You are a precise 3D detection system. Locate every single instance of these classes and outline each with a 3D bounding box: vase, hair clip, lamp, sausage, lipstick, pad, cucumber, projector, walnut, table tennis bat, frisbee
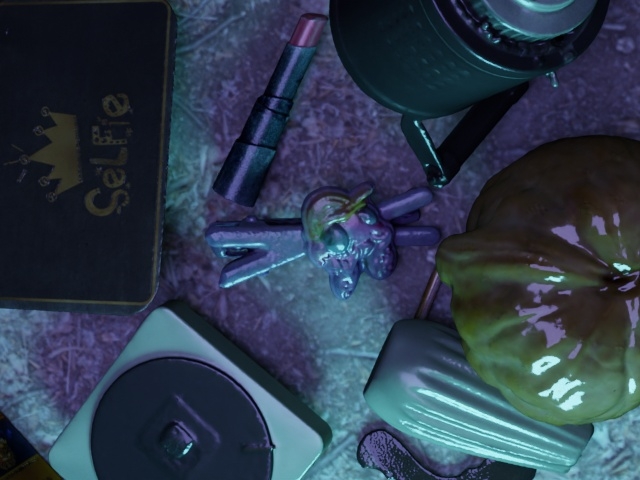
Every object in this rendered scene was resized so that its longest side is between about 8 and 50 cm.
[{"bbox_3d":[0.177,0.180,1.739,0.248,0.128,0.128,24,105,1],"label":"vase"},{"bbox_3d":[-0.007,0.005,1.778,0.278,0.090,0.137,-7,105,17],"label":"hair clip"},{"bbox_3d":[0.150,-0.229,1.514,0.272,0.205,0.374,11,143,52],"label":"lamp"},{"bbox_3d":[0.127,0.055,1.785,0.015,0.015,0.100,24,104,11],"label":"sausage"},{"bbox_3d":[-0.049,-0.151,1.787,0.053,0.053,0.234,29,103,10],"label":"lipstick"},{"bbox_3d":[-0.264,-0.105,1.782,0.315,0.063,0.375,1,86,16],"label":"pad"},{"bbox_3d":[-0.346,-0.076,1.870,0.300,0.072,0.072,3,100,16],"label":"cucumber"},{"bbox_3d":[-0.154,0.241,1.863,0.259,0.079,0.257,40,108,7],"label":"projector"},{"bbox_3d":[0.259,0.041,1.610,0.285,0.285,0.296,3,87,16],"label":"walnut"},{"bbox_3d":[-0.336,-0.269,1.863,0.274,0.021,0.154,21,104,14],"label":"table tennis bat"},{"bbox_3d":[0.139,0.310,1.827,0.211,0.012,0.187,8,102,15],"label":"frisbee"}]

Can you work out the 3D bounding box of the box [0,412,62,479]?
[{"bbox_3d":[-0.408,0.278,1.905,0.237,0.152,0.070,44,108,4],"label":"box"}]
